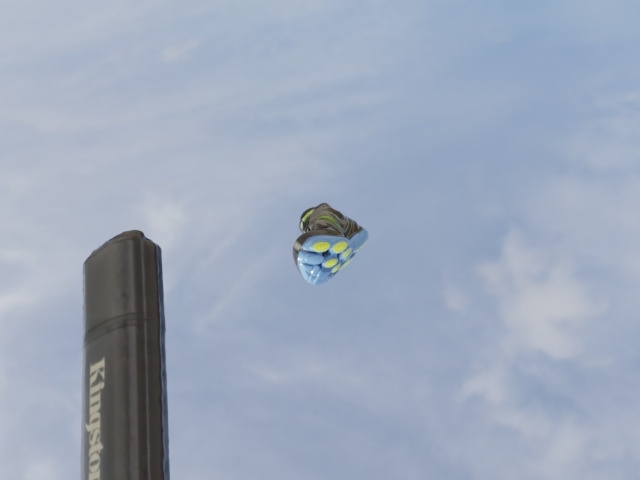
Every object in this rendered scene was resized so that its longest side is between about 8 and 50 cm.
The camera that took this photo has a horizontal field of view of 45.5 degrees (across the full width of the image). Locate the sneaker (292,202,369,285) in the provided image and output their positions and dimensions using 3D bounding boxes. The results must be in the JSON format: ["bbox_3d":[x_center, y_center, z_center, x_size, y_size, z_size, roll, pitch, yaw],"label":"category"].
[{"bbox_3d":[0.000,0.000,0.885,0.078,0.067,0.188,38,-164,7],"label":"sneaker"}]

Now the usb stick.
[{"bbox_3d":[-0.142,0.124,0.550,0.077,0.045,0.278,-24,-121,28],"label":"usb stick"}]
